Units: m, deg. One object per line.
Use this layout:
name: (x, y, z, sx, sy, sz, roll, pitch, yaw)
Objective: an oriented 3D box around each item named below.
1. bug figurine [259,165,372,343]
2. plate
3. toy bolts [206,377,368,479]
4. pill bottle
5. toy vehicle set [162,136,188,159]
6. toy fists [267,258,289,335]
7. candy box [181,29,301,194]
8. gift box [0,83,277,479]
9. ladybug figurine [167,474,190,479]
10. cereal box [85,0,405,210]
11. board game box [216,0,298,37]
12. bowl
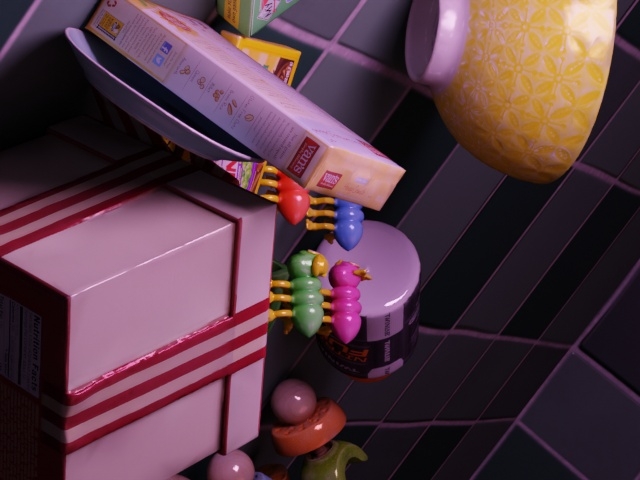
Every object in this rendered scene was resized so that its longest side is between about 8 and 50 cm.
bug figurine: (0.000, 0.000, 1.972, 0.279, 0.072, 0.216, 22, 65, -70)
plate: (-0.127, -0.107, 1.472, 0.024, 0.188, 0.188, -56, 159, 9)
toy bolts: (-0.082, 0.295, 2.396, 0.218, 0.158, 0.228, -17, -157, 32)
pill bottle: (0.057, 0.086, 2.279, 0.130, 0.130, 0.246, -43, 158, -19)
toy vehicle set: (-0.133, -0.018, 1.718, 0.166, 0.035, 0.267, -23, 128, -51)
toy fists: (-0.138, 0.089, 1.928, 0.279, 0.096, 0.142, -7, 118, -62)
candy box: (-0.083, -0.082, 1.692, 0.105, 0.027, 0.206, 6, 104, -56)
gift box: (-0.197, 0.040, 1.514, 0.258, 0.276, 0.255, -24, 135, -43)
ladybug figurine: (-0.225, 0.434, 2.251, 0.305, 0.162, 0.449, -46, 159, -9)
cereal box: (-0.058, -0.114, 1.527, 0.047, 0.240, 0.173, -56, 159, 9)
board game box: (0.007, -0.337, 1.559, 0.213, 0.046, 0.317, -38, 157, -27)
bowl: (0.178, -0.211, 1.933, 0.156, 0.289, 0.289, 7, 134, -14)
